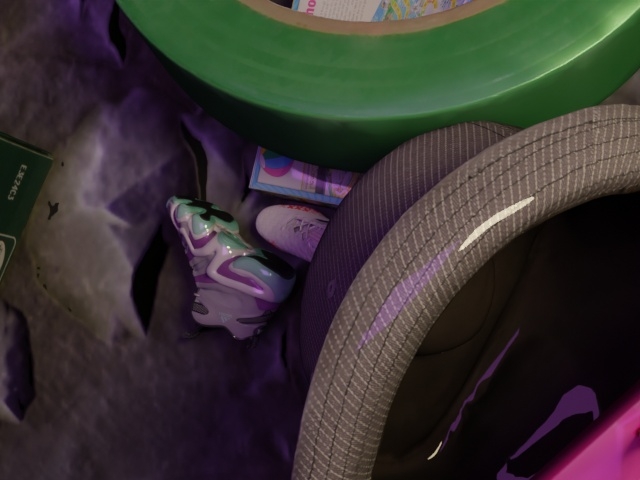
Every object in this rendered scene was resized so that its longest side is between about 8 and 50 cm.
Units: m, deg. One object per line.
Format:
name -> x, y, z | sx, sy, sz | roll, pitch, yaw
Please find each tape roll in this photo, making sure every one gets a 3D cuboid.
tape roll -> 0.040, -0.195, 0.580 | 0.321, 0.077, 0.321 | -3, 72, 10

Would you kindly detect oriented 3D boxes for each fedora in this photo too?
fedora -> 0.073, 0.058, 0.513 | 0.124, 0.243, 0.276 | 42, 138, 51

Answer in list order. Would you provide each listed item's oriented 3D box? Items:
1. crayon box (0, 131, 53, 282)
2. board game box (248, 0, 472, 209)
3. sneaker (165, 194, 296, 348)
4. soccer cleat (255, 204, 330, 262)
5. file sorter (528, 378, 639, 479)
crayon box -> -0.348, -0.022, 0.699 | 0.322, 0.083, 0.203 | 23, 89, 18
board game box -> 0.029, -0.092, 0.622 | 0.103, 0.026, 0.154 | 12, 86, 18
sneaker -> -0.063, 0.023, 0.629 | 0.098, 0.038, 0.069 | 40, 110, 35
soccer cleat -> 0.000, 0.000, 0.613 | 0.083, 0.035, 0.029 | 24, 90, 18
file sorter -> 0.173, 0.143, 0.339 | 0.202, 0.182, 0.291 | 44, 102, -2
